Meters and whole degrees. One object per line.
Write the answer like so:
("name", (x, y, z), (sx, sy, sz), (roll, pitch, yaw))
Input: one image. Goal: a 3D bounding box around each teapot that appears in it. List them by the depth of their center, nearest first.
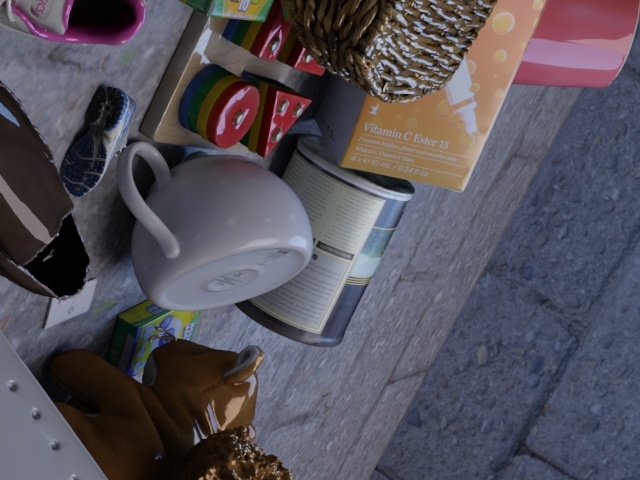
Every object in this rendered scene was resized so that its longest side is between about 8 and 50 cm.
("teapot", (-0.142, -0.032, 1.542), (0.253, 0.187, 0.256), (-13, 162, -18))

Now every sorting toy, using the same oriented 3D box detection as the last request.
("sorting toy", (-0.081, -0.221, 1.530), (0.255, 0.089, 0.257), (-63, 159, 12))

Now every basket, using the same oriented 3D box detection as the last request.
("basket", (0.053, -0.304, 1.422), (0.213, 0.223, 0.299), (-59, 161, 13))

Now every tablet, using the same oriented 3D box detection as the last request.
("tablet", (-0.322, 0.082, 1.528), (0.083, 0.006, 0.054), (-25, 141, -55))

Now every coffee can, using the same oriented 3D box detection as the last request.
("coffee can", (0.000, 0.000, 1.862), (0.201, 0.201, 0.275), (-8, 127, -64))

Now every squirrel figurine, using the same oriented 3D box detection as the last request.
("squirrel figurine", (-0.200, 0.292, 1.539), (0.370, 0.397, 0.281), (-24, 135, -37))

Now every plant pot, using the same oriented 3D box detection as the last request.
("plant pot", (0.394, -0.381, 2.018), (0.275, 0.243, 0.274), (-168, -90, -86))

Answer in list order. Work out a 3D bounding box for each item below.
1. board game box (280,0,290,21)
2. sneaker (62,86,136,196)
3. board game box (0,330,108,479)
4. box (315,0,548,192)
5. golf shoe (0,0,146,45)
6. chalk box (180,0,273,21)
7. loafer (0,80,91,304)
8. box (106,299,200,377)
("board game box", (-0.003, -0.359, 1.446), (0.259, 0.039, 0.124), (-56, 139, -55))
("sneaker", (-0.248, -0.110, 1.368), (0.135, 0.052, 0.058), (-61, 163, 9))
("board game box", (-0.408, 0.268, 1.134), (0.390, 0.390, 0.050), (-39, -174, -42))
("box", (0.159, -0.273, 1.755), (0.215, 0.168, 0.345), (10, 118, -21))
("golf shoe", (-0.270, -0.232, 0.953), (0.306, 0.140, 0.115), (6, 116, -46))
("chalk box", (-0.098, -0.355, 1.247), (0.132, 0.132, 0.213), (-15, 133, -61))
("loafer", (-0.307, -0.053, 1.198), (0.134, 0.130, 0.366), (-52, 158, -17))
("box", (-0.234, 0.129, 1.741), (0.179, 0.043, 0.105), (-31, 147, -53))
